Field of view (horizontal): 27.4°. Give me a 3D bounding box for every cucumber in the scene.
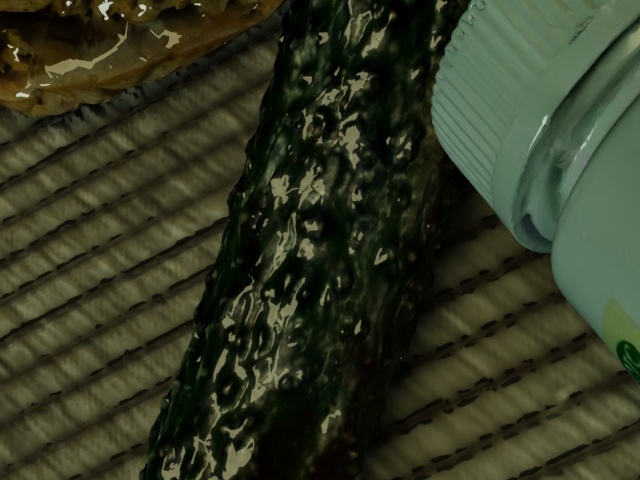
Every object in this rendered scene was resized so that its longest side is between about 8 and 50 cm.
[{"bbox_3d":[0.000,0.000,0.516,0.096,0.096,0.359,13,75,25],"label":"cucumber"}]

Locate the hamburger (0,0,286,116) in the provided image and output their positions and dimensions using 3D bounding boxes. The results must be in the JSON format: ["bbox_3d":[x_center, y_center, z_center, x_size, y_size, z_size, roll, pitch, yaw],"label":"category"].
[{"bbox_3d":[-0.109,-0.195,0.572,0.260,0.211,0.245,12,70,29],"label":"hamburger"}]

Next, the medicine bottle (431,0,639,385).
[{"bbox_3d":[0.186,0.027,0.397,0.158,0.158,0.318,-40,62,4],"label":"medicine bottle"}]
